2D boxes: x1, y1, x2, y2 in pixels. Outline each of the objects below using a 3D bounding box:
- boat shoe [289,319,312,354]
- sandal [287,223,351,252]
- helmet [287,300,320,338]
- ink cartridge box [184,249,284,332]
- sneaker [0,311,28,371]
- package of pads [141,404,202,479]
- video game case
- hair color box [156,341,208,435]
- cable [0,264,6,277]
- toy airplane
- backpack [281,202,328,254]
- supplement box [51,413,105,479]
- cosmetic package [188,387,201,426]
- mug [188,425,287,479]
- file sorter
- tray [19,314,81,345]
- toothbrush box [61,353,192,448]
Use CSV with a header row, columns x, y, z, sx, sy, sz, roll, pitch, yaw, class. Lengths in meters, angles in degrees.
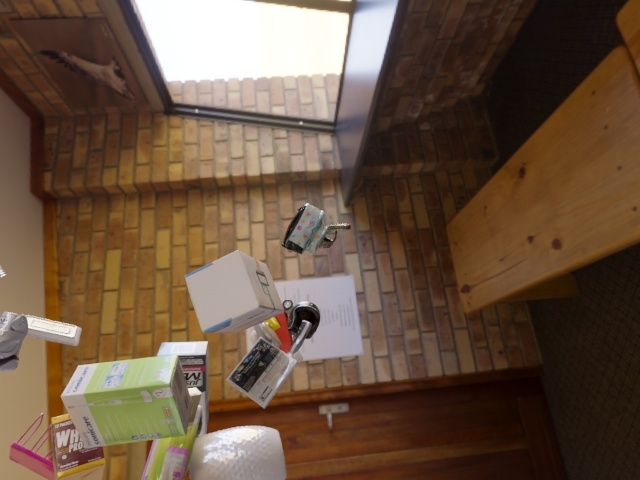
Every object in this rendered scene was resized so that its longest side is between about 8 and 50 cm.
x,y,z,sx,sy,sz,roll,pitch,yaw,class
-0.084,0.380,1.695,0.142,0.040,0.049,-57,-26,-21,boat shoe
0.000,0.000,1.789,0.120,0.303,0.086,-16,-98,-64,sandal
-0.077,0.376,2.072,0.169,0.169,0.161,94,-167,-60,helmet
-0.276,0.182,1.435,0.270,0.198,0.197,47,-162,-73,ink cartridge box
-1.192,0.348,1.534,0.366,0.137,0.210,98,-179,-70,sneaker
-0.518,0.726,1.483,0.229,0.101,0.296,-44,30,42,package of pads
-0.202,0.456,1.501,0.190,0.173,0.022,-50,-28,-27,video game case
-0.552,0.604,1.740,0.113,0.185,0.374,-121,33,-71,hair color box
-1.368,0.177,1.671,0.089,0.257,0.257,56,-138,-14,cable
-0.245,0.531,2.334,0.384,0.272,0.386,-92,-12,-71,toy airplane
-0.050,-0.041,1.624,0.166,0.144,0.188,-175,106,-86,backpack
-0.789,0.687,1.393,0.194,0.129,0.191,58,136,33,supplement box
-0.422,0.528,1.356,0.041,0.060,0.115,23,100,40,cosmetic package
-0.290,0.887,1.597,0.276,0.328,0.374,126,132,-73,mug
-1.211,0.950,1.960,0.202,0.291,0.182,-50,9,40,file sorter
-1.263,0.411,2.005,0.030,0.270,0.145,-60,29,13,tray
-0.528,0.450,1.207,0.122,0.283,0.206,-104,8,-62,toothbrush box
